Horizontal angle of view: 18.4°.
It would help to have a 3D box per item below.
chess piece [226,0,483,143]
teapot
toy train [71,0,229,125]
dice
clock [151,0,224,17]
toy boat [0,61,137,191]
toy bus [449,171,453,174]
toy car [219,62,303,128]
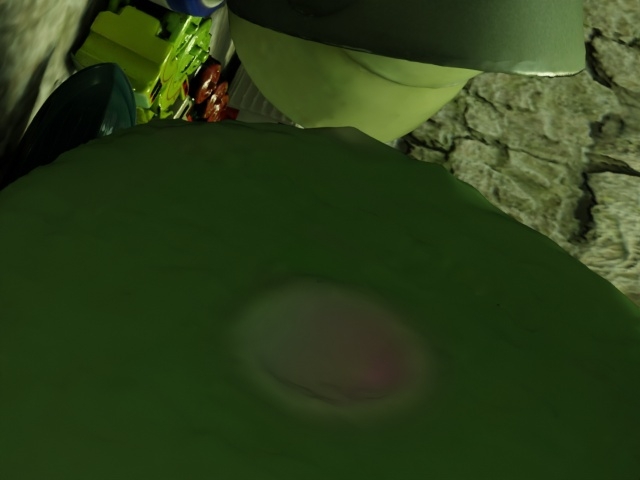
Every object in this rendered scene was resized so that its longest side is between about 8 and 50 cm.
[{"bbox_3d":[0.108,-0.218,1.167,0.442,0.234,0.234,-34,-152,57],"label":"chess piece"},{"bbox_3d":[0.054,-0.161,0.879,0.239,0.162,0.149,-10,112,-55],"label":"teapot"},{"bbox_3d":[-0.090,-0.089,1.101,0.085,0.053,0.250,-60,175,-7],"label":"toy train"},{"bbox_3d":[-0.035,0.164,0.844,0.322,0.318,0.330,-37,153,-45],"label":"dice"},{"bbox_3d":[-0.045,-0.216,0.854,0.230,0.083,0.230,23,90,-88],"label":"clock"},{"bbox_3d":[-0.125,-0.021,0.946,0.141,0.055,0.060,-67,-163,-4],"label":"toy boat"},{"bbox_3d":[0.000,0.000,1.729,0.323,0.194,0.162,-41,152,-74],"label":"toy bus"},{"bbox_3d":[-0.051,-0.061,1.480,0.210,0.089,0.108,-67,175,-48],"label":"toy car"}]
